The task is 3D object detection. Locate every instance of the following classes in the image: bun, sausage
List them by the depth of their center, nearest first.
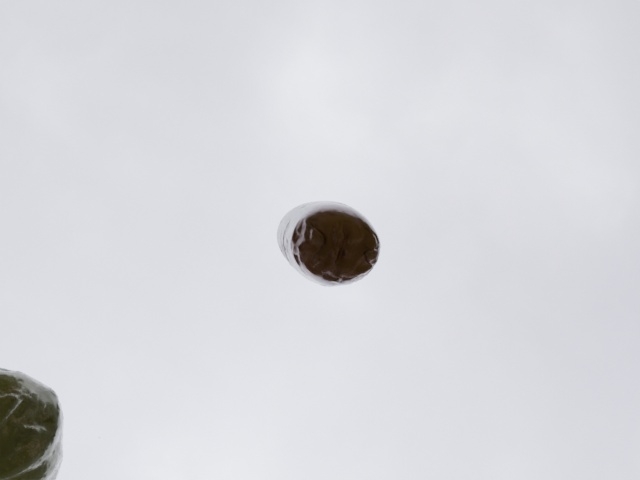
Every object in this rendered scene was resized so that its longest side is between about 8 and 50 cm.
[{"bbox_3d":[0.001,0.000,0.772,0.086,0.289,0.086,0,-89,-7],"label":"sausage"},{"bbox_3d":[-0.392,0.242,0.783,0.231,0.133,0.231,-4,-77,-18],"label":"bun"}]
